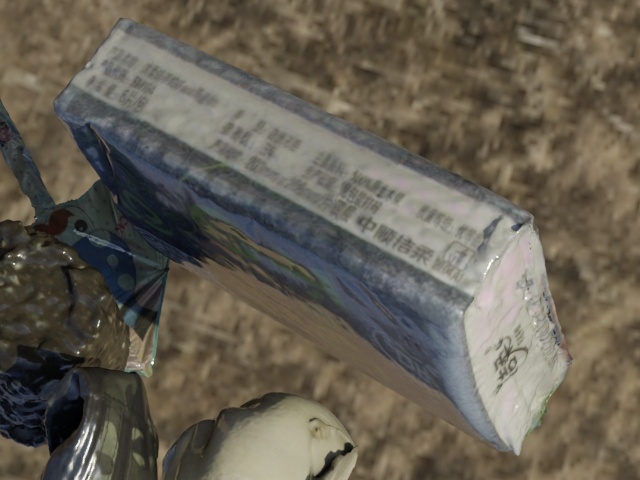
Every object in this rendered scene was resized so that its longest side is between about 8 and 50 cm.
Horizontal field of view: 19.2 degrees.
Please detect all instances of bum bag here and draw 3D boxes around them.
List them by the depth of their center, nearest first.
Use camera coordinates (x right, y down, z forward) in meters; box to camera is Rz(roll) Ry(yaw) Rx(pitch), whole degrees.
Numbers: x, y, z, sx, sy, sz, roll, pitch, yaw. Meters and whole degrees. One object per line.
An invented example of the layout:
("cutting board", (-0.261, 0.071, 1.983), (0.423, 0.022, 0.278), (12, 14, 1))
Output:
("bum bag", (-0.179, 0.250, 1.288), (0.095, 0.340, 0.144), (11, 165, 24))

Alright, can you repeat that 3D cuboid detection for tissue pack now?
("tissue pack", (0.000, 0.000, 1.528), (0.394, 0.124, 0.288), (29, 165, 26))

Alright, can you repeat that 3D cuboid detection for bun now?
("bun", (-0.059, 0.185, 1.410), (0.120, 0.173, 0.173), (35, 150, 13))

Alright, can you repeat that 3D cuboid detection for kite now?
("kite", (-0.242, -0.005, 1.750), (0.314, 0.335, 0.011), (59, 147, -4))

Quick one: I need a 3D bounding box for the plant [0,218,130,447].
("plant", (-0.213, 0.072, 1.413), (0.131, 0.142, 0.203), (37, 155, 14))
